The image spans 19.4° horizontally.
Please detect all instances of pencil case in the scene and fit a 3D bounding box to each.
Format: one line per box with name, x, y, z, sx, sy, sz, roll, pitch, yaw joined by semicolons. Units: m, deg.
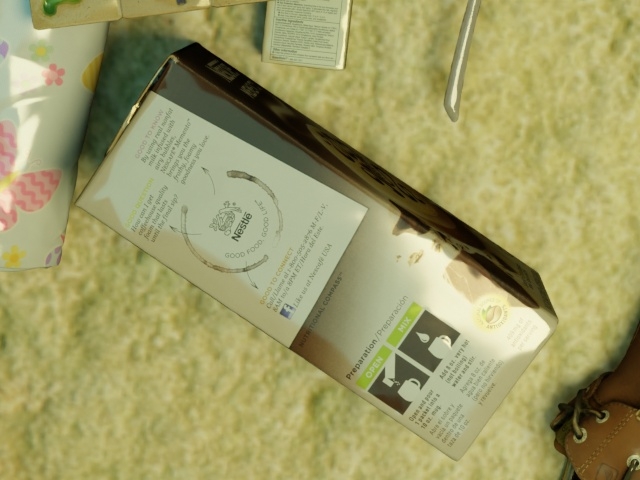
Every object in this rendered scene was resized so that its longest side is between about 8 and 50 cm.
pencil case;-0.210;-0.115;1.260;0.124;0.113;0.273;11;101;-11

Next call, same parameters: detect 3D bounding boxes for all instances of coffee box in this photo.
coffee box;0.000;0.000;1.244;0.297;0.168;0.119;34;99;-4

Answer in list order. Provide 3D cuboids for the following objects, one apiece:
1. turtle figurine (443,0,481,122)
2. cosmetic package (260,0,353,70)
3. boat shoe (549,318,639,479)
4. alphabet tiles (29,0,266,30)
turtle figurine;0.169;-0.243;1.165;0.274;0.198;0.266;-28;101;-6
cosmetic package;-0.006;-0.176;1.278;0.060;0.041;0.115;8;99;2
boat shoe;0.212;0.144;1.287;0.104;0.111;0.307;10;99;-1
alphabet tiles;-0.085;-0.288;1.179;0.342;0.011;0.285;-7;91;-1
